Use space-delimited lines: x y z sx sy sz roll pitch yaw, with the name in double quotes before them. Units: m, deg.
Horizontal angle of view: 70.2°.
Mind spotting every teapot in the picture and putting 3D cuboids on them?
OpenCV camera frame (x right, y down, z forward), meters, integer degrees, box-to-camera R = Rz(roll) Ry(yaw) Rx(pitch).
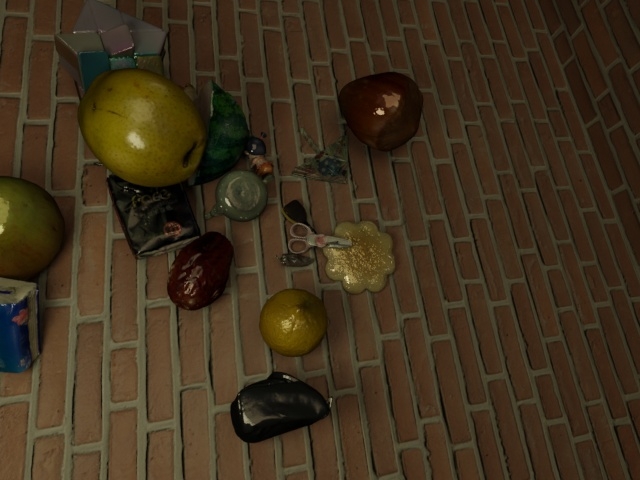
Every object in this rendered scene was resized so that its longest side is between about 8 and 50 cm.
"teapot" -0.293 -0.165 1.691 0.294 0.129 0.193 -35 101 -19

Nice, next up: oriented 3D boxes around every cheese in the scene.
"cheese" -0.074 -0.082 1.775 0.086 0.036 0.162 -38 82 -25

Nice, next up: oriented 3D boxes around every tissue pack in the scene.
"tissue pack" -0.590 -0.114 1.610 0.245 0.123 0.332 -19 75 -22
"tissue pack" -0.933 0.244 1.305 0.209 0.269 0.137 11 26 -12

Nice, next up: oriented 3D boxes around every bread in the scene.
"bread" 0.155 0.058 1.772 0.316 0.054 0.316 5 70 -14

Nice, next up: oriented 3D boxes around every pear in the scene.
"pear" -0.565 -0.357 1.454 0.418 0.362 0.362 33 65 7

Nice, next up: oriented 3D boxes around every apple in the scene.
"apple" -0.972 -0.032 1.383 0.339 0.305 0.338 5 70 -13

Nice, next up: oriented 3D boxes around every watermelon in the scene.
"watermelon" -0.354 -0.366 1.655 0.222 0.292 0.319 1 84 -38

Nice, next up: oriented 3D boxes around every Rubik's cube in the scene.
"Rubik's cube" -0.732 -0.628 1.653 0.387 0.358 0.368 19 70 -19

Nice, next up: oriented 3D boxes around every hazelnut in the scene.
"hazelnut" 0.246 -0.543 1.882 0.372 0.372 0.315 19 109 -7

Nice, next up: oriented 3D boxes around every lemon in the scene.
"lemon" -0.087 0.273 1.519 0.228 0.253 0.228 7 73 -25

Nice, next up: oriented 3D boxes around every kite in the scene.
"kite" 0.006 -0.351 1.911 0.335 0.011 0.314 -37 82 -24

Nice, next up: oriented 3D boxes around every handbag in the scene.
"handbag" -0.131 0.500 1.404 0.275 0.302 0.177 -10 66 -20

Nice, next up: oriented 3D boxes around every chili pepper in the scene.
"chili pepper" -0.097 0.075 1.708 0.153 0.041 0.050 5 88 -29

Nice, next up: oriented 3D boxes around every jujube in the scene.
"jujube" -0.398 0.102 1.542 0.197 0.197 0.290 26 49 -3

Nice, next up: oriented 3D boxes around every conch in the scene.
"conch" -0.524 -0.515 1.798 0.158 0.127 0.255 -14 47 11

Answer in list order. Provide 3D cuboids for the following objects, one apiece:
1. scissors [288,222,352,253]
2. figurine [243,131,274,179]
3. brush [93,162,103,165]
"scissors" 0.000 0.000 1.723 0.242 0.030 0.118 5 84 7
"figurine" -0.243 -0.334 1.794 0.111 0.102 0.195 -17 71 -42
"brush" -0.794 -0.278 1.683 0.083 0.008 0.024 8 71 -11
